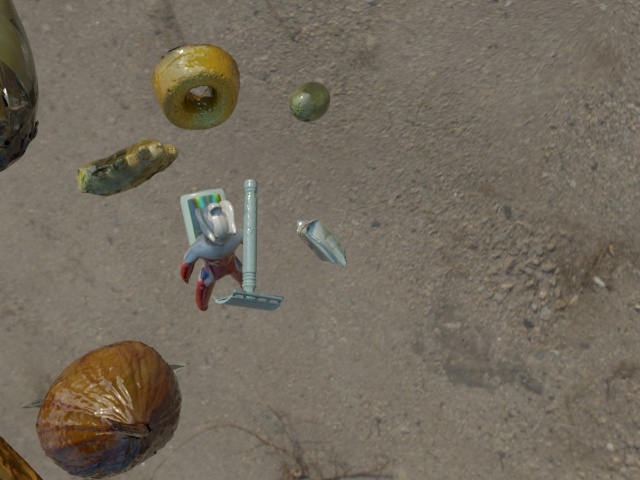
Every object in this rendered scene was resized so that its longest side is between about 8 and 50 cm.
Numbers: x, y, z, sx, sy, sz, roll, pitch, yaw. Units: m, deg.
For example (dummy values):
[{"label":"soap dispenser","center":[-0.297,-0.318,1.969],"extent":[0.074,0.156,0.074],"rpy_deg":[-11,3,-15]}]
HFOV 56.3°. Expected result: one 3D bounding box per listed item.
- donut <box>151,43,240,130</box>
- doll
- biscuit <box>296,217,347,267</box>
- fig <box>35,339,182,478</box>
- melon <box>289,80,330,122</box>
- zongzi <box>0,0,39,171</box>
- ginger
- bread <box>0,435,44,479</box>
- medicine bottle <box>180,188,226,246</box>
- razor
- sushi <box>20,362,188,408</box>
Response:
[{"label":"donut","center":[-0.359,-0.437,1.767],"extent":[0.277,0.277,0.109],"rpy_deg":[-40,54,33]},{"label":"doll","center":[-0.240,0.037,1.408],"extent":[0.099,0.188,0.384],"rpy_deg":[57,156,25]},{"label":"biscuit","center":[0.003,0.004,1.938],"extent":[0.079,0.309,0.186],"rpy_deg":[-41,97,-7]},{"label":"fig","center":[-0.188,0.170,0.591],"extent":[0.134,0.146,0.201],"rpy_deg":[44,148,-21]},{"label":"melon","center":[-0.027,-0.349,1.511],"extent":[0.097,0.131,0.098],"rpy_deg":[13,129,17]},{"label":"zongzi","center":[-0.477,-0.268,0.824],"extent":[0.289,0.154,0.318],"rpy_deg":[38,129,56]},{"label":"ginger","center":[-0.361,-0.141,1.144],"extent":[0.115,0.205,0.081],"rpy_deg":[29,142,56]},{"label":"bread","center":[-0.290,0.180,0.421],"extent":[0.235,0.099,0.210],"rpy_deg":[43,162,4]},{"label":"medicine bottle","center":[-0.294,-0.017,1.602],"extent":[0.121,0.083,0.229],"rpy_deg":[-12,87,-14]},{"label":"razor","center":[-0.124,0.003,1.049],"extent":[0.068,0.106,0.232],"rpy_deg":[-18,67,44]},{"label":"sushi","center":[-0.504,0.319,1.427],"extent":[0.293,0.292,0.059],"rpy_deg":[-6,94,12]}]
